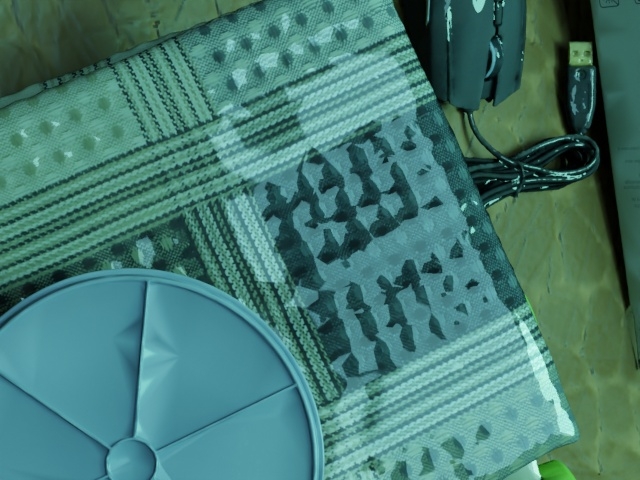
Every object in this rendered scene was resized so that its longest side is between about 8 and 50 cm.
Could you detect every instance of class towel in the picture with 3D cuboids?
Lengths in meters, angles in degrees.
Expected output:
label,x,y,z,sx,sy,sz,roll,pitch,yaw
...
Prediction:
label,x,y,z,sx,sy,sz,roll,pitch,yaw
towel,-0.055,0.038,0.947,0.324,0.056,0.312,-24,90,-13

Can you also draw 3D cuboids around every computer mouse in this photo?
label,x,y,z,sx,sy,sz,roll,pitch,yaw
computer mouse,0.137,-0.152,1.209,0.184,0.060,0.262,-8,90,-39

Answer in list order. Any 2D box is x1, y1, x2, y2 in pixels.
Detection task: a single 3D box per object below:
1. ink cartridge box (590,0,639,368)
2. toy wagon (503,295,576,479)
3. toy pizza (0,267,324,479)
label,x,y,z,sx,sy,sz,roll,pitch,yaw
ink cartridge box,0.293,-0.068,1.246,0.065,0.165,0.333,-19,105,-48
toy wagon,0.024,0.180,1.016,0.267,0.068,0.344,-18,99,-11
toy pizza,-0.098,0.115,0.886,0.201,0.032,0.201,1,84,-10
